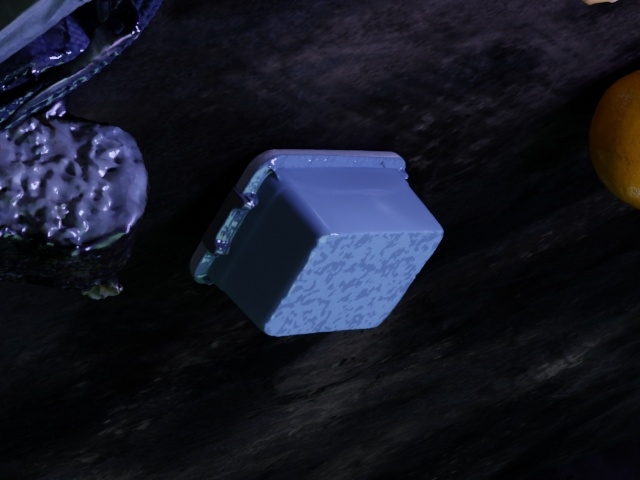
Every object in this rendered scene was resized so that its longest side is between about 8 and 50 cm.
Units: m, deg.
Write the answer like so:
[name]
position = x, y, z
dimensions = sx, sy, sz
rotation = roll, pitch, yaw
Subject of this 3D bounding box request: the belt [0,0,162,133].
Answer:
[belt]
position = -0.206, -0.137, 1.147
dimensions = 0.230, 0.126, 0.139
rotation = -33, 161, 17

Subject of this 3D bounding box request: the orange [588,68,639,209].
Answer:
[orange]
position = 0.353, -0.110, 1.895
dimensions = 0.159, 0.136, 0.159
rotation = -19, 120, -37

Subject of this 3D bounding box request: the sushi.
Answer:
[sushi]
position = -0.241, -0.037, 1.352
dimensions = 0.212, 0.147, 0.115
rotation = 0, 157, -20

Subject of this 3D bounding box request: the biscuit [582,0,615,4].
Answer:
[biscuit]
position = 0.292, -0.278, 1.274
dimensions = 0.309, 0.040, 0.204
rotation = -32, 153, 17

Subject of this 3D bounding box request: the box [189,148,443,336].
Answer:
[box]
position = 0.000, 0.000, 1.734
dimensions = 0.227, 0.130, 0.162
rotation = -3, 133, -50
